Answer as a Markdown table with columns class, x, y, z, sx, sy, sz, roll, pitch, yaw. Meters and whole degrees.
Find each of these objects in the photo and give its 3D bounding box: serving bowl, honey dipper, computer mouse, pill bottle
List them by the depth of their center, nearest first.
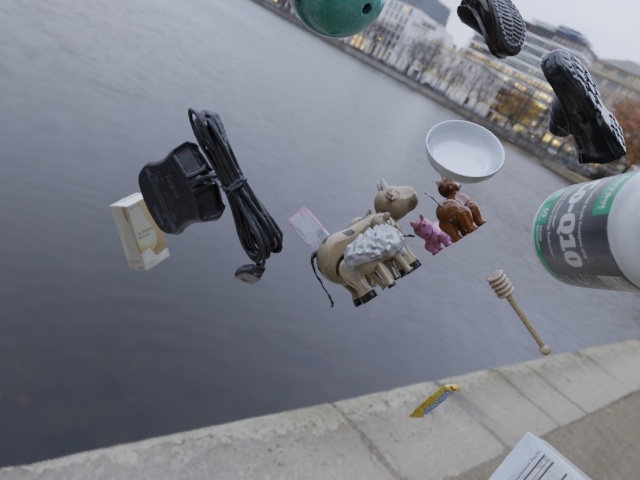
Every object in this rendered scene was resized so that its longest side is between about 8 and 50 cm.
| class | x | y | z | sx | sy | sz | roll | pitch | yaw |
| --- | --- | --- | --- | --- | --- | --- | --- | --- | --- |
| serving bowl | 0.150 | -0.089 | 0.573 | 0.083 | 0.027 | 0.083 | 3 | 54 | -4 |
| computer mouse | -0.122 | -0.034 | 0.623 | 0.060 | 0.262 | 0.184 | -29 | 95 | -33 |
| honey dipper | 0.316 | 0.117 | 0.848 | 0.161 | 0.030 | 0.030 | 53 | 17 | -7 |
| pill bottle | 0.530 | -0.014 | 0.898 | 0.204 | 0.204 | 0.361 | 26 | -5 | -5 |

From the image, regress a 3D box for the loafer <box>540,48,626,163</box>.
| class | x | y | z | sx | sy | sz | roll | pitch | yaw |
| --- | --- | --- | --- | --- | --- | --- | --- | --- | --- |
| loafer | 0.357 | -0.176 | 0.760 | 0.223 | 0.078 | 0.076 | 35 | 50 | -37 |

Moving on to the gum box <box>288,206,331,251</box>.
| class | x | y | z | sx | sy | sz | roll | pitch | yaw |
| --- | --- | --- | --- | --- | --- | --- | --- | --- | --- |
| gum box | 0.000 | 0.000 | 1.494 | 0.188 | 0.062 | 0.107 | 50 | 4 | 7 |

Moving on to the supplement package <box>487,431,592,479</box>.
| class | x | y | z | sx | sy | sz | roll | pitch | yaw |
| --- | --- | --- | --- | --- | --- | --- | --- | --- | --- |
| supplement package | 0.449 | 0.529 | 0.994 | 0.262 | 0.198 | 0.199 | 39 | 1 | 39 |

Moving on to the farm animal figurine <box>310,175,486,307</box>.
| class | x | y | z | sx | sy | sz | roll | pitch | yaw |
| --- | --- | --- | --- | --- | --- | --- | --- | --- | --- |
| farm animal figurine | 0.118 | -0.011 | 1.007 | 0.326 | 0.330 | 0.172 | -31 | 82 | -27 |

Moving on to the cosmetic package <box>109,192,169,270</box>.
| class | x | y | z | sx | sy | sz | roll | pitch | yaw |
| --- | --- | --- | --- | --- | --- | --- | --- | --- | --- |
| cosmetic package | -0.294 | -0.015 | 0.884 | 0.041 | 0.115 | 0.060 | 5 | 29 | 29 |

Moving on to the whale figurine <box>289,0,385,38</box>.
| class | x | y | z | sx | sy | sz | roll | pitch | yaw |
| --- | --- | --- | --- | --- | --- | --- | --- | --- | --- |
| whale figurine | 0.053 | -0.464 | 0.892 | 0.216 | 0.272 | 0.141 | -17 | 57 | -33 |

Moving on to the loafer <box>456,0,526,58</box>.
| class | x | y | z | sx | sy | sz | roll | pitch | yaw |
| --- | --- | --- | --- | --- | --- | --- | --- | --- | --- |
| loafer | 0.279 | -0.386 | 0.914 | 0.080 | 0.078 | 0.220 | 10 | 59 | -33 |

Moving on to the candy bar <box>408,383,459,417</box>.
| class | x | y | z | sx | sy | sz | roll | pitch | yaw |
| --- | --- | --- | --- | --- | --- | --- | --- | --- | --- |
| candy bar | 0.247 | 0.350 | 1.173 | 0.040 | 0.161 | 0.018 | 9 | 48 | -21 |
